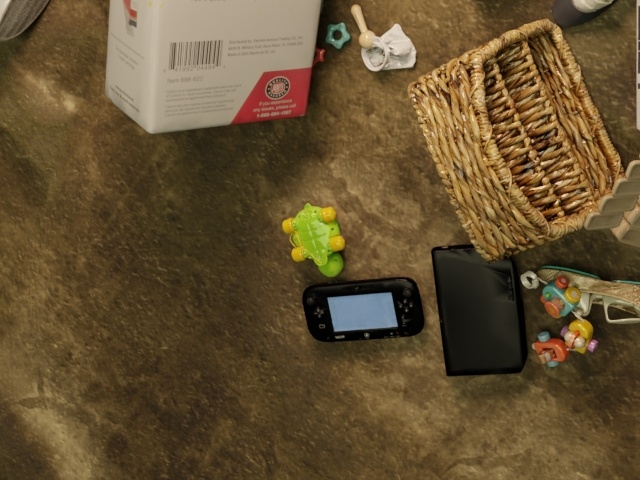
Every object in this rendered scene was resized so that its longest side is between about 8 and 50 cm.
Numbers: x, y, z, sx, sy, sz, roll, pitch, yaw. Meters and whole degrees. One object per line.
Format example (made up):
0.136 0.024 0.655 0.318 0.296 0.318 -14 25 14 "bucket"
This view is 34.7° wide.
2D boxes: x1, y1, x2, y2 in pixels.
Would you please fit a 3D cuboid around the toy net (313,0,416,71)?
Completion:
0.036 -0.314 1.609 0.232 0.045 0.122 28 109 10 "toy net"

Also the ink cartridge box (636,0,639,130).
0.519 -0.320 1.401 0.165 0.065 0.333 -8 102 -13 "ink cartridge box"

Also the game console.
0.149 0.122 1.669 0.361 0.044 0.213 -5 101 18 "game console"

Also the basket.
0.287 -0.144 1.476 0.223 0.213 0.299 -22 95 22 "basket"

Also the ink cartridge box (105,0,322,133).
-0.147 -0.372 1.482 0.160 0.279 0.385 40 130 44 "ink cartridge box"

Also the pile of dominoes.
0.501 -0.099 1.453 0.196 0.040 0.251 13 124 -31 "pile of dominoes"

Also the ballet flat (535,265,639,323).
0.427 0.088 1.556 0.206 0.073 0.067 10 74 17 "ballet flat"

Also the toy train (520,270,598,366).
0.354 0.131 1.568 0.125 0.046 0.166 2 120 47 "toy train"

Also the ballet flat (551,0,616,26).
0.417 -0.377 1.458 0.203 0.074 0.074 -31 91 22 "ballet flat"

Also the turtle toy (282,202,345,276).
0.000 0.000 1.681 0.095 0.066 0.130 -15 98 21 "turtle toy"

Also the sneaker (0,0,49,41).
-0.522 -0.497 1.722 0.169 0.108 0.292 33 100 10 "sneaker"
